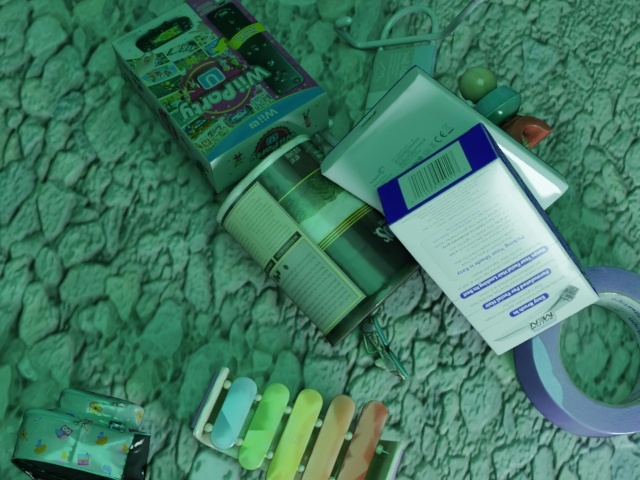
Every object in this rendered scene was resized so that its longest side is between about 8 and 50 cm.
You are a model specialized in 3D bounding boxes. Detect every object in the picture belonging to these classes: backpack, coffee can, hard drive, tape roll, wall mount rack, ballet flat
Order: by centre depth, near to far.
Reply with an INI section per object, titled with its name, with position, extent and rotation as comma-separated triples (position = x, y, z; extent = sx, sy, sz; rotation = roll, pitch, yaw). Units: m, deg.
[backpack]
position = -0.343, 0.291, 1.391
extent = 0.189, 0.166, 0.144
rotation = 8, 72, -10
[hard drive]
position = 0.189, -0.099, 1.455
extent = 0.319, 0.210, 0.040
rotation = 31, 29, -27
[coffee can]
position = 0.000, 0.000, 1.511
extent = 0.201, 0.201, 0.275
rotation = -42, 84, -17
[ballet flat]
position = 0.099, 0.181, 1.566
extent = 0.041, 0.041, 0.114
rotation = -27, 81, -15
[wall mount rack]
position = 0.147, -0.270, 1.584
extent = 0.304, 0.130, 0.350
rotation = -2, 69, 34
[tape roll]
position = 0.464, 0.184, 1.593
extent = 0.275, 0.090, 0.274
rotation = 3, 74, -9

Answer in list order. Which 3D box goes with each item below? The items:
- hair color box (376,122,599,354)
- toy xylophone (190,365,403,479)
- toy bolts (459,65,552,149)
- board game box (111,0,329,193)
[hair color box]
position = 0.255, 0.006, 1.451
extent = 0.185, 0.110, 0.339
rotation = -32, 124, 15
[toy xylophone]
position = -0.045, 0.334, 1.472
extent = 0.323, 0.081, 0.236
rotation = 16, 73, -4
[toy bolts]
position = 0.230, -0.168, 1.564
extent = 0.218, 0.228, 0.158
rotation = -29, 81, -36
[board game box]
position = -0.162, -0.254, 1.570
extent = 0.224, 0.097, 0.303
rotation = -33, 65, -15
